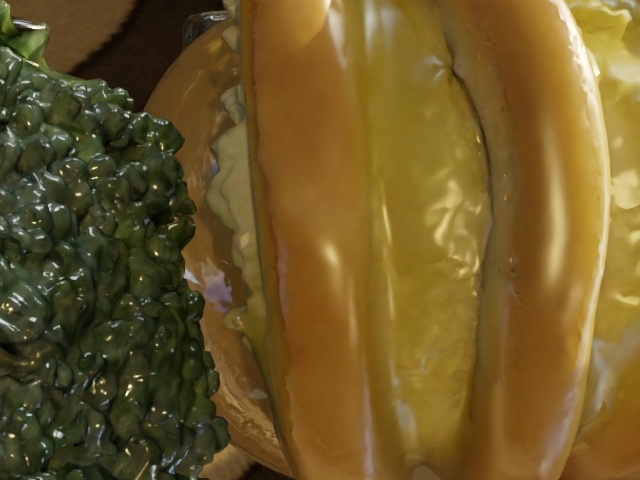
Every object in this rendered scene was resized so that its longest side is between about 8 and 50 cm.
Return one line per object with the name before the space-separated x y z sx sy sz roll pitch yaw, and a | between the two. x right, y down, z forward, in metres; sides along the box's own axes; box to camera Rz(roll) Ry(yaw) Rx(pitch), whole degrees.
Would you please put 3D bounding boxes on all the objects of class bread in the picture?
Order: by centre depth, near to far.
bread | 0.071 -0.025 0.654 0.270 0.211 0.316 -2 91 15

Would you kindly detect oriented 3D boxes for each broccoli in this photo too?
broccoli | -0.205 0.045 0.703 0.348 0.281 0.293 53 38 -12

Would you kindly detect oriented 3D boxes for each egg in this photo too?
egg | 0.000 0.000 1.079 0.301 0.301 0.374 -4 82 -16

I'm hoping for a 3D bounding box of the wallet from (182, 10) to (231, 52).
wallet | -0.056 -0.083 1.252 0.149 0.044 0.250 -9 106 -35
